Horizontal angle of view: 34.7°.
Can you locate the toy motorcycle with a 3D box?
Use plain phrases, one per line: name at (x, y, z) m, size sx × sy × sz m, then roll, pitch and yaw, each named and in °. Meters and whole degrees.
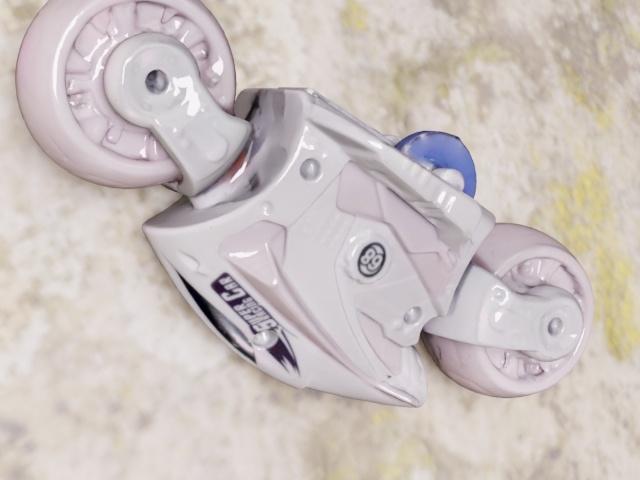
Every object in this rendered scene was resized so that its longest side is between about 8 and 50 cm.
toy motorcycle at (0.000, 0.000, 0.382) m, size 0.254 × 0.112 × 0.112 m, roll 29°, pitch 60°, yaw -27°
